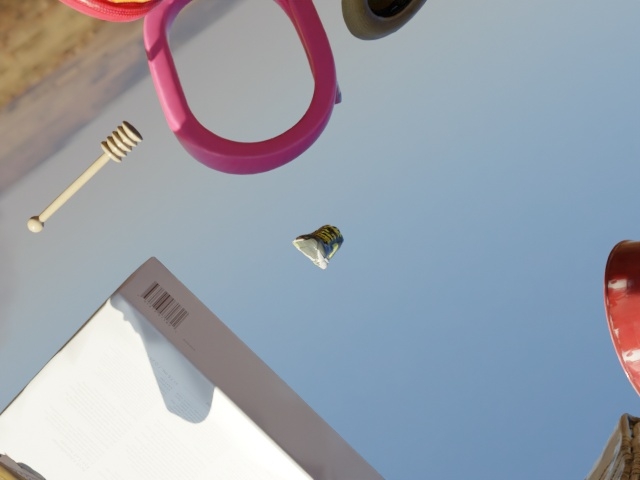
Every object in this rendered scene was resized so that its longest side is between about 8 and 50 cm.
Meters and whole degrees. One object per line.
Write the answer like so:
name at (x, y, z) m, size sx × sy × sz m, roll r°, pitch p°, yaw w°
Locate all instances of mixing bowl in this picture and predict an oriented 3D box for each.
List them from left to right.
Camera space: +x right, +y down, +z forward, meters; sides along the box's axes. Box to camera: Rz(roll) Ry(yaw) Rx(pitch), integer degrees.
mixing bowl at (0.359, 0.073, 1.514) m, size 0.098 × 0.181 × 0.181 m, roll -20°, pitch -164°, yaw 36°

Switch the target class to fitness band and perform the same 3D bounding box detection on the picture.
fitness band at (-0.093, -0.210, 1.860) m, size 0.209 × 0.291 × 0.054 m, roll -16°, pitch 153°, yaw -7°

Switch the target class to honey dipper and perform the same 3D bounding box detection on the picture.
honey dipper at (-0.258, -0.065, 1.721) m, size 0.161 × 0.030 × 0.030 m, roll -44°, pitch -173°, yaw 10°

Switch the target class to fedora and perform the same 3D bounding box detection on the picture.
fedora at (0.066, -0.322, 1.767) m, size 0.079 × 0.194 × 0.194 m, roll 31°, pitch -131°, yaw 31°

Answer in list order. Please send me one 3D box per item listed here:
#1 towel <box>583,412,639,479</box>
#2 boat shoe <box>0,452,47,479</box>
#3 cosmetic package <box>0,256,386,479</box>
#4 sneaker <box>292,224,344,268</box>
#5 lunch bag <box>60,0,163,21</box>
towel at (0.155, 0.263, 1.072) m, size 0.324 × 0.056 × 0.312 m, roll -58°, pitch 174°, yaw 21°
boat shoe at (-0.265, 0.233, 1.352) m, size 0.098 × 0.277 × 0.096 m, roll -45°, pitch -134°, yaw -11°
cosmetic package at (-0.132, 0.243, 1.620) m, size 0.284 × 0.377 × 0.097 m, roll -44°, pitch -177°, yaw 30°
sneaker at (0.000, 0.000, 1.324) m, size 0.035 × 0.031 × 0.083 m, roll -50°, pitch 174°, yaw -2°
lunch bag at (-0.152, -0.304, 1.040) m, size 0.120 × 0.258 × 0.293 m, roll -47°, pitch -170°, yaw 45°
